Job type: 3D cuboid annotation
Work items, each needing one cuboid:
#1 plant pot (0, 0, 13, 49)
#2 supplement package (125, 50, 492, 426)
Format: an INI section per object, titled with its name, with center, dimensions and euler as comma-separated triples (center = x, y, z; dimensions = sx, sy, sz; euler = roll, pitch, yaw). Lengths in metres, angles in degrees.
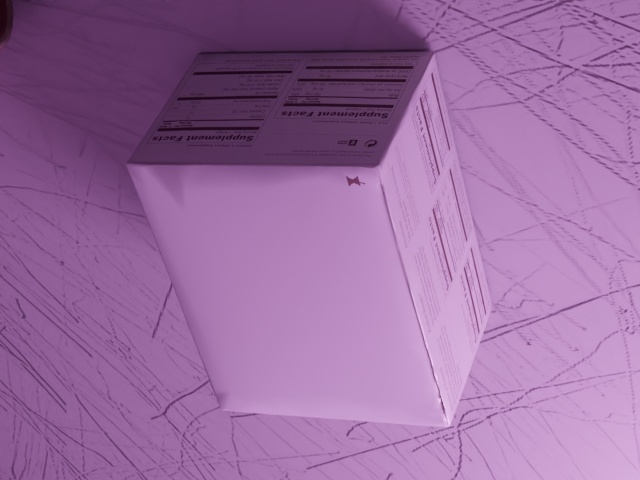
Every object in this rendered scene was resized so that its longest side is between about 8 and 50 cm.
[plant pot]
center = -0.345, -0.175, 1.260
dimensions = 0.180, 0.201, 0.201
euler = -18, 122, 17
[supplement package]
center = 0.000, 0.000, 1.284
dimensions = 0.204, 0.145, 0.262
euler = 2, 130, 23
